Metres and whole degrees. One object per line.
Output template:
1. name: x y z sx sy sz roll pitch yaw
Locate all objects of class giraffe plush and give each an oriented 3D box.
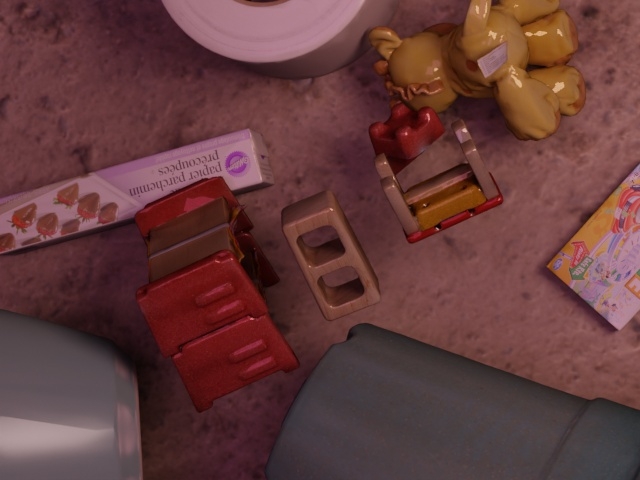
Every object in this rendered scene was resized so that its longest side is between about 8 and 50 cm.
1. giraffe plush: 0.151 -0.181 1.531 0.171 0.210 0.181 -10 92 40

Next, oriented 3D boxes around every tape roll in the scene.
1. tape roll: -0.042 -0.299 1.554 0.246 0.169 0.246 0 90 12

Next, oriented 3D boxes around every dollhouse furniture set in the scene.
1. dollhouse furniture set: 0.000 0.000 1.510 0.374 0.201 0.152 -24 117 6

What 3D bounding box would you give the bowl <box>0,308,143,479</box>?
1. bowl: -0.272 0.218 1.557 0.163 0.311 0.311 -4 89 -7

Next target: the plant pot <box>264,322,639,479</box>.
1. plant pot: 0.137 0.261 1.455 0.334 0.341 0.341 23 94 19

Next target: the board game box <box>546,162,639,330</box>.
1. board game box: 0.328 0.004 1.551 0.103 0.026 0.154 42 97 8

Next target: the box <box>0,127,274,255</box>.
1. box: -0.216 -0.052 1.641 0.324 0.067 0.063 -15 87 12
